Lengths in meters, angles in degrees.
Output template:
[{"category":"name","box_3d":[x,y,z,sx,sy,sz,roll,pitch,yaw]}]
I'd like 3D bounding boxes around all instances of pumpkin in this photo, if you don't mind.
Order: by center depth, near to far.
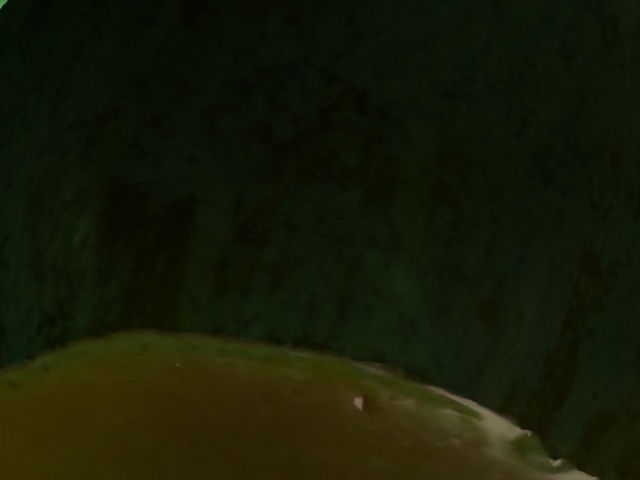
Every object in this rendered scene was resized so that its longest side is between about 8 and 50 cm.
[{"category":"pumpkin","box_3d":[0.006,0.063,0.666,0.332,0.199,0.332,8,145,6]}]
